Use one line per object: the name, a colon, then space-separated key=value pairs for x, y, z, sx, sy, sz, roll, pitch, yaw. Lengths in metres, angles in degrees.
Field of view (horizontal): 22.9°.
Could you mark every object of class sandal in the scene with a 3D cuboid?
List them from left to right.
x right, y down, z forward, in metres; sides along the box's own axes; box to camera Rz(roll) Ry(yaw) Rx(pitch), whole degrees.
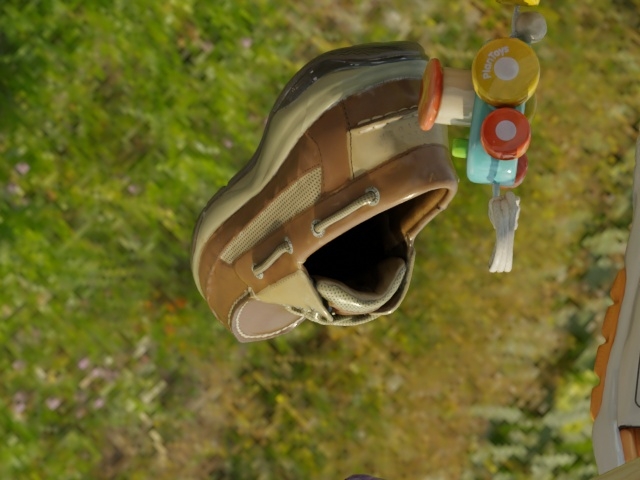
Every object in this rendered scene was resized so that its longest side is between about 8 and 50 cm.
sandal: x=0.188 y=0.027 z=0.729 sx=0.102 sy=0.265 sz=0.076 roll=25 pitch=151 yaw=-34

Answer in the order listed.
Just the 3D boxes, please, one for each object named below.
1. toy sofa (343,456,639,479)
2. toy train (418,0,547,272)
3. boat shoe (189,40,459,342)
toy sofa: x=0.131 y=0.182 z=0.309 sx=0.150 sy=0.362 sz=0.177 roll=-22 pitch=128 yaw=-10
toy train: x=0.057 y=-0.078 z=0.561 sx=0.125 sy=0.046 sz=0.166 roll=-68 pitch=165 yaw=-59
boat shoe: x=0.000 y=0.000 z=1.049 sx=0.123 sy=0.120 sz=0.324 roll=-15 pitch=158 yaw=-24
